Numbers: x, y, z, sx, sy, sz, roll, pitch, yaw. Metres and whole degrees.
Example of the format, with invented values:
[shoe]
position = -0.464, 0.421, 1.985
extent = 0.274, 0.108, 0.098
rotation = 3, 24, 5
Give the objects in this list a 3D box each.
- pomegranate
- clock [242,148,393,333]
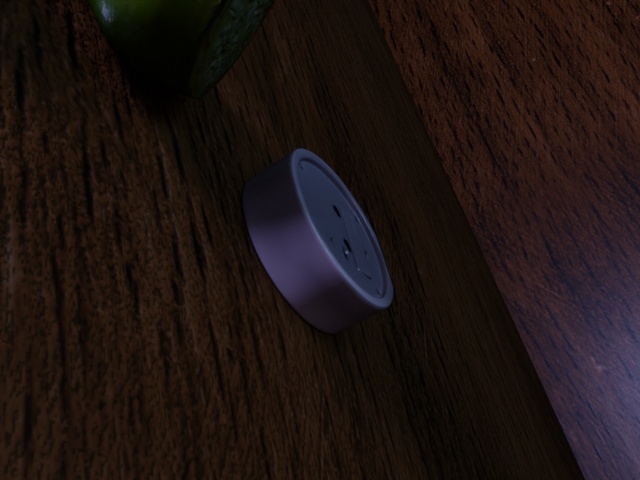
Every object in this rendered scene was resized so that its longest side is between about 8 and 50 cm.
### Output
[pomegranate]
position = -0.124, -0.250, 0.697
extent = 0.159, 0.190, 0.241
rotation = 34, 21, 1
[clock]
position = 0.000, 0.000, 0.807
extent = 0.197, 0.068, 0.197
rotation = 51, 21, -27
